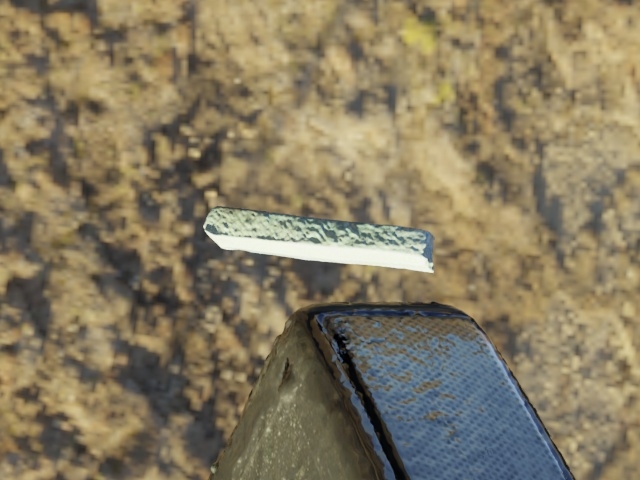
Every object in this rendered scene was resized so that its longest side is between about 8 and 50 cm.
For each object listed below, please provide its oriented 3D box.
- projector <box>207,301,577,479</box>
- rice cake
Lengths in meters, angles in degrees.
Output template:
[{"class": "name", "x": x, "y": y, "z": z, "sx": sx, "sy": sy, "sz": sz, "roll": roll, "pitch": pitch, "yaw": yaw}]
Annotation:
[{"class": "projector", "x": 0.055, "y": 0.319, "z": 1.465, "sx": 0.242, "sy": 0.405, "sz": 0.395, "roll": 2, "pitch": 132, "yaw": -28}, {"class": "rice cake", "x": 0.000, "y": 0.000, "z": 1.165, "sx": 0.042, "sy": 0.180, "sz": 0.030, "roll": 46, "pitch": 53, "yaw": -63}]
